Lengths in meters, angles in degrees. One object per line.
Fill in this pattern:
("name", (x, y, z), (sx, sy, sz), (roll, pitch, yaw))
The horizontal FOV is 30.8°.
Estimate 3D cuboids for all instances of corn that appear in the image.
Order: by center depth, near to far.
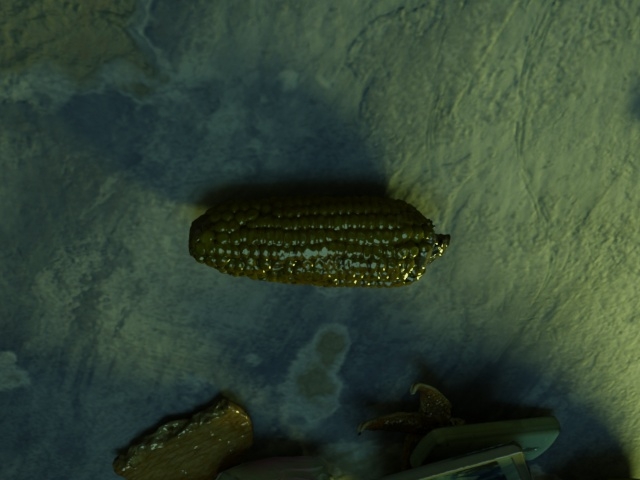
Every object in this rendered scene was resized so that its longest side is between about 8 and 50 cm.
("corn", (0.000, 0.000, 1.424), (0.321, 0.119, 0.119), (2, 131, -10))

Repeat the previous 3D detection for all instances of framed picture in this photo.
("framed picture", (0.199, 0.361, 1.742), (0.232, 0.024, 0.315), (-17, 158, 8))

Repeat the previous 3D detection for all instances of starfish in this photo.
("starfish", (0.140, 0.276, 1.723), (0.138, 0.050, 0.247), (-25, 138, 11))

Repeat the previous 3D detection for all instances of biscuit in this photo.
("biscuit", (-0.185, 0.309, 1.730), (0.224, 0.033, 0.144), (-32, 132, 21))

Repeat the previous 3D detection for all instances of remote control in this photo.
("remote control", (0.246, 0.304, 1.734), (0.233, 0.038, 0.098), (0, 141, -28))

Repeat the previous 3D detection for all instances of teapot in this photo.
("teapot", (-0.057, 0.423, 1.756), (0.178, 0.163, 0.222), (-15, 132, -24))

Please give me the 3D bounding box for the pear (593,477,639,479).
("pear", (0.469, 0.508, 1.834), (0.294, 0.294, 0.294), (-4, 132, -4))
